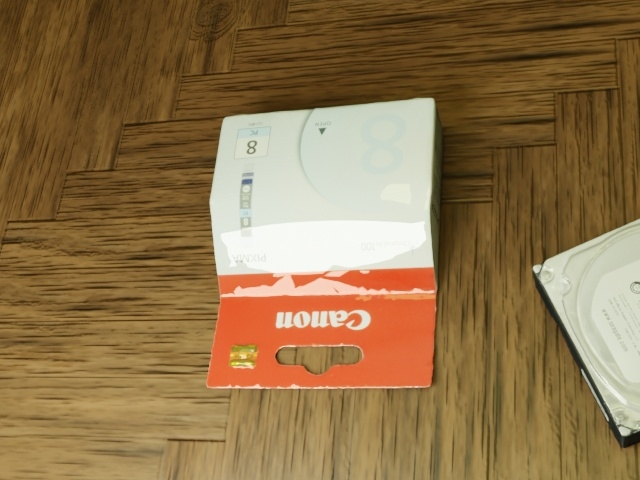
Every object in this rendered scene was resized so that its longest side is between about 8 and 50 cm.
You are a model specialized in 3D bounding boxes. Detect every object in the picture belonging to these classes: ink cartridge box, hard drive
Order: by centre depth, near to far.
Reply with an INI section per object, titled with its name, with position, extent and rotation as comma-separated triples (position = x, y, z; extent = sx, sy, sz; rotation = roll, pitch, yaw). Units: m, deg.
[hard drive]
position = 0.451, 0.065, 1.111
extent = 0.339, 0.064, 0.237
rotation = -23, 59, 4
[ink cartridge box]
position = 0.000, 0.000, 1.268
extent = 0.308, 0.091, 0.385
rotation = -3, 61, 16
